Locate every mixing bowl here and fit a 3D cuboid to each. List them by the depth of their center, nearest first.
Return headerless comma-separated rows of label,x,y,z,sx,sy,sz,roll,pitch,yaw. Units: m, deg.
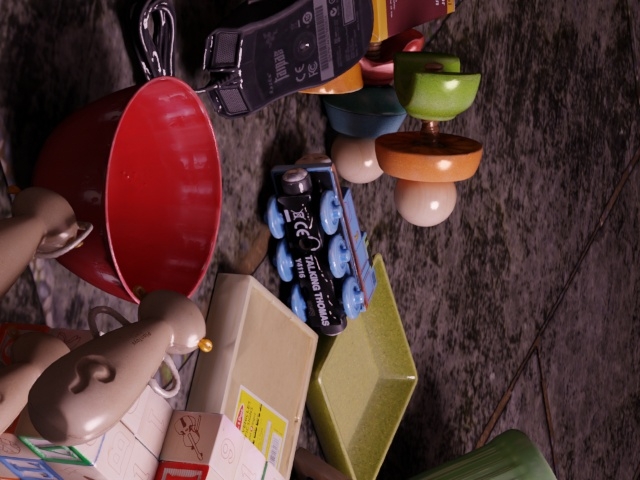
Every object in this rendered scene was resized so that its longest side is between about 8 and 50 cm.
mixing bowl,-0.160,-0.037,1.530,0.181,0.098,0.181,2,90,-66

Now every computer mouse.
computer mouse,-0.069,-0.192,1.707,0.262,0.060,0.184,-34,129,-29

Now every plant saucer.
plant saucer,0.033,0.139,2.031,0.188,0.045,0.188,-63,146,-43

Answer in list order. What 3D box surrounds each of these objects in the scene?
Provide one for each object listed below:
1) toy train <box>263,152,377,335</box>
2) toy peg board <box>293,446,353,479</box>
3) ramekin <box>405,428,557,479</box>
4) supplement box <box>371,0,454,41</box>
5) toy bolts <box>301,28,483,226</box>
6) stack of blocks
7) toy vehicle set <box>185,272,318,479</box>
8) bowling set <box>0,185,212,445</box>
toy train,0.000,0.000,1.915,0.105,0.080,0.184,-67,147,-55
toy peg board,0.017,0.311,1.924,0.079,0.161,0.161,-33,128,-25
ramekin,0.190,0.368,2.125,0.303,0.148,0.303,163,-90,-82
supplement box,0.030,-0.297,1.883,0.194,0.129,0.191,-31,120,-61
toy bolts,0.034,-0.112,1.913,0.228,0.218,0.158,-118,-148,-70
stack of blocks,-0.149,0.171,1.490,0.297,0.171,0.087,56,43,-52
toy vehicle set,-0.073,0.182,1.816,0.166,0.035,0.266,46,51,-57
bowling set,-0.241,0.053,1.326,0.154,0.287,0.200,-41,172,-49
